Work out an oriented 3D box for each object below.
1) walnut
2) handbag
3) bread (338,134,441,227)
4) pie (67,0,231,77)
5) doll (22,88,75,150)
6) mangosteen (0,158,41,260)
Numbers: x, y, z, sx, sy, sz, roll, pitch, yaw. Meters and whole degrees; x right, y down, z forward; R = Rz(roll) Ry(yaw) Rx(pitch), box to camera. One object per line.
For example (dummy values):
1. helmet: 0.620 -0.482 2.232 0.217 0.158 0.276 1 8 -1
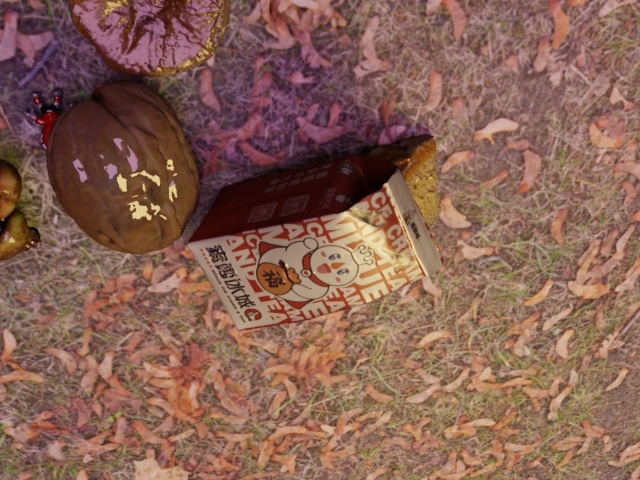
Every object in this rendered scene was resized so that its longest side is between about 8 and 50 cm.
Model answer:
1. walnut: -0.237 -0.079 0.817 0.178 0.178 0.230 -19 130 -1
2. handbag: 0.000 0.000 0.862 0.298 0.151 0.171 -11 123 23
3. bread: 0.119 -0.066 0.933 0.152 0.127 0.147 -26 122 -16
4. pie: -0.206 -0.281 0.778 0.195 0.046 0.195 -4 120 -8
5. doll: -0.336 -0.134 0.837 0.057 0.039 0.114 -22 113 -32
6. mangosteen: -0.449 -0.031 0.803 0.217 0.192 0.192 9 121 -51
